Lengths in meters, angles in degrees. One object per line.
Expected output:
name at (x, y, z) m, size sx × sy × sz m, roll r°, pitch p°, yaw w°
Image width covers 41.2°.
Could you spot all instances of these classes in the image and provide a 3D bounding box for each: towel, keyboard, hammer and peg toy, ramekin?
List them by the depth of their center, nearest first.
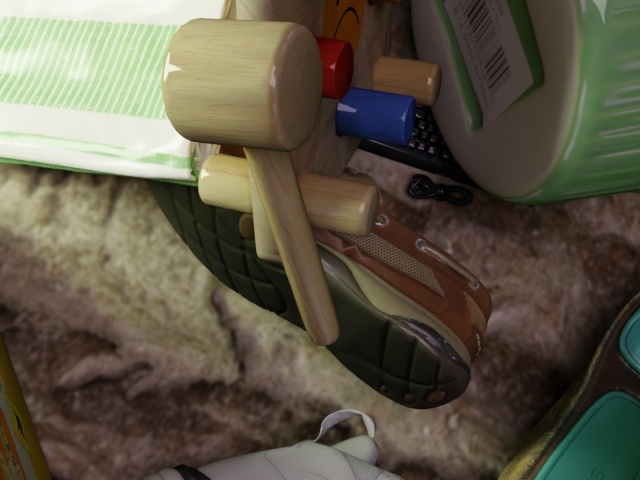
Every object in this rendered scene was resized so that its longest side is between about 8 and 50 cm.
hammer and peg toy at (-0.013, -0.117, 0.553) m, size 0.127 × 0.266 × 0.361 m, roll 12°, pitch 41°, yaw 16°
ramekin at (0.187, -0.171, 0.652) m, size 0.148 × 0.303 × 0.303 m, roll -13°, pitch 85°, yaw -14°
towel at (-0.159, -0.211, 0.670) m, size 0.248 × 0.038 × 0.325 m, roll 7°, pitch 83°, yaw 24°
keyboard at (0.121, -0.082, 0.775) m, size 0.180 × 0.023 × 0.108 m, roll 18°, pitch 80°, yaw -7°

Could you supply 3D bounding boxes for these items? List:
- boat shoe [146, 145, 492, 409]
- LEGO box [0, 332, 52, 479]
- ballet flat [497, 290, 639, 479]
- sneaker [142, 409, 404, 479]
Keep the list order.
boat shoe at (0.000, 0.000, 0.702) m, size 0.324 × 0.122 × 0.120 m, roll 39°, pitch 55°, yaw 3°
LEGO box at (-0.268, 0.195, 0.486) m, size 0.193 × 0.372 × 0.500 m, roll -21°, pitch 86°, yaw -12°
ballet flat at (0.266, 0.138, 0.727) m, size 0.123 × 0.123 × 0.348 m, roll 46°, pitch 74°, yaw -2°
sneaker at (0.020, 0.305, 0.617) m, size 0.210 × 0.137 × 0.366 m, roll -22°, pitch 69°, yaw -14°
